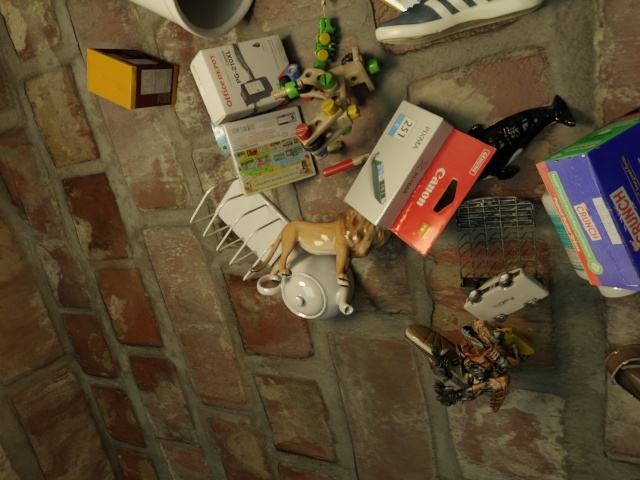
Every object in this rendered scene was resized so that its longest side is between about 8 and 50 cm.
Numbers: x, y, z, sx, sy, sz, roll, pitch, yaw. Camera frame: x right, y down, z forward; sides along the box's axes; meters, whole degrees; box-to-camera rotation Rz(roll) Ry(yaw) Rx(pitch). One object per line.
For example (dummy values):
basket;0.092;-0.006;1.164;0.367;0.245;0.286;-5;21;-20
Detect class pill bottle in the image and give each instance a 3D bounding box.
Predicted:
pill bottle;0.608;-0.012;0.969;0.146;0.146;0.264;-25;96;34

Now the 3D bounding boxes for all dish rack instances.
dish rack;0.445;0.019;1.122;0.208;0.074;0.271;-2;106;29

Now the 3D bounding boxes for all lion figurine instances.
lion figurine;0.000;0.000;1.253;0.392;0.142;0.240;4;71;14

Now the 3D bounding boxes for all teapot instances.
teapot;-0.033;0.149;1.374;0.252;0.187;0.256;51;126;3

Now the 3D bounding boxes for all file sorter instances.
file sorter;-0.252;-0.042;1.431;0.277;0.173;0.193;45;124;7

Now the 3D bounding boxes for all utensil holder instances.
utensil holder;-0.400;-0.753;1.145;0.385;0.328;0.327;30;121;19

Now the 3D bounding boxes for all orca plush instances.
orca plush;0.425;-0.211;1.019;0.287;0.102;0.151;-18;100;33

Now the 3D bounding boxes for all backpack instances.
backpack;-0.231;-0.329;1.303;0.117;0.173;0.158;-6;106;31

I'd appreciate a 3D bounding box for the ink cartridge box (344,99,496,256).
ink cartridge box;0.224;-0.154;1.071;0.261;0.066;0.296;43;109;40

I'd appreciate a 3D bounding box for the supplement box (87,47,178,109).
supplement box;-0.597;-0.520;1.421;0.191;0.194;0.129;26;120;18

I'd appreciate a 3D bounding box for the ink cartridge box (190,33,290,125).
ink cartridge box;-0.200;-0.432;1.196;0.100;0.237;0.172;-3;110;61

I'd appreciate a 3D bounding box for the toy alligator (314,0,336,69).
toy alligator;0.018;-0.533;1.156;0.051;0.056;0.189;1;116;-14

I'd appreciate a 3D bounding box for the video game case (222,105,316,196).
video game case;-0.141;-0.255;1.269;0.026;0.227;0.206;14;122;65

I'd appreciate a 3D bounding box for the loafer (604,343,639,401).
loafer;0.836;0.373;1.002;0.366;0.130;0.133;32;122;15

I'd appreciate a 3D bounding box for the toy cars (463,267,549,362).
toy cars;0.456;0.199;1.126;0.177;0.087;0.393;8;133;22

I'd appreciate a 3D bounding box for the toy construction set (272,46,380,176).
toy construction set;0.060;-0.331;1.131;0.237;0.257;0.308;-17;128;16

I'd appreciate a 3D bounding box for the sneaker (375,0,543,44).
sneaker;0.285;-0.529;0.955;0.350;0.131;0.148;-8;105;18

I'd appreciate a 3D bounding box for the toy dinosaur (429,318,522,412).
toy dinosaur;0.402;0.338;1.123;0.218;0.164;0.321;-17;100;19

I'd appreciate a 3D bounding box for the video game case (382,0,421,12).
video game case;0.196;-0.686;1.000;0.248;0.035;0.275;38;123;11

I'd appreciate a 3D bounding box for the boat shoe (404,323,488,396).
boat shoe;0.359;0.352;1.285;0.285;0.103;0.092;31;117;9

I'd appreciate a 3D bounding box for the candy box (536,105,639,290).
candy box;0.609;-0.098;0.835;0.268;0.317;0.122;64;163;-6
